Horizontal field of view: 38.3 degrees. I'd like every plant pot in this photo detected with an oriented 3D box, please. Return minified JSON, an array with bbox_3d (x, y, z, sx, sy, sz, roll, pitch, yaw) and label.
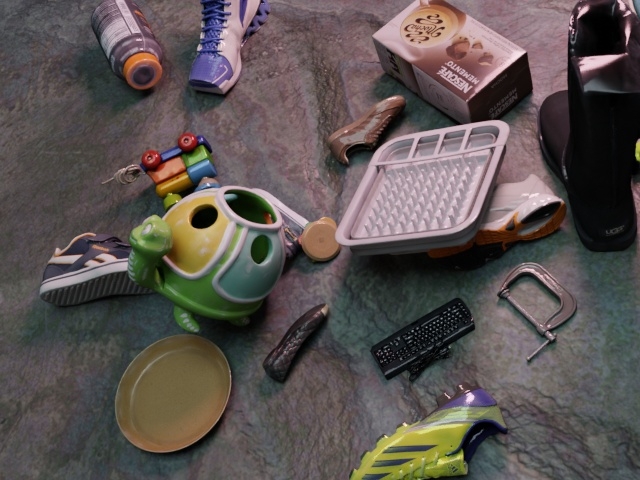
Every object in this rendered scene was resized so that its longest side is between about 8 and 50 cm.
[{"bbox_3d":[-0.274,0.290,1.741,0.237,0.032,0.236,-9,56,14],"label":"plant pot"}]

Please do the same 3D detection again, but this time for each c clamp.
[{"bbox_3d":[0.372,0.113,1.625,0.137,0.022,0.160,-34,55,-3],"label":"c clamp"}]

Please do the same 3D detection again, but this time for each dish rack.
[{"bbox_3d":[0.199,-0.087,1.714,0.286,0.072,0.332,-6,38,32],"label":"dish rack"}]

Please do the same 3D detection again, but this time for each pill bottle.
[{"bbox_3d":[-0.460,-0.470,2.227,0.131,0.130,0.245,-30,54,0],"label":"pill bottle"}]

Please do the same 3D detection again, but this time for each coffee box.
[{"bbox_3d":[0.271,-0.367,1.904,0.168,0.119,0.297,-39,54,-8],"label":"coffee box"}]

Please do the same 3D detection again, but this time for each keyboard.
[{"bbox_3d":[0.187,0.176,1.644,0.192,0.038,0.100,-31,54,0],"label":"keyboard"}]

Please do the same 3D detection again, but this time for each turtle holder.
[{"bbox_3d":[-0.212,0.008,1.709,0.227,0.320,0.243,-53,29,28],"label":"turtle holder"}]

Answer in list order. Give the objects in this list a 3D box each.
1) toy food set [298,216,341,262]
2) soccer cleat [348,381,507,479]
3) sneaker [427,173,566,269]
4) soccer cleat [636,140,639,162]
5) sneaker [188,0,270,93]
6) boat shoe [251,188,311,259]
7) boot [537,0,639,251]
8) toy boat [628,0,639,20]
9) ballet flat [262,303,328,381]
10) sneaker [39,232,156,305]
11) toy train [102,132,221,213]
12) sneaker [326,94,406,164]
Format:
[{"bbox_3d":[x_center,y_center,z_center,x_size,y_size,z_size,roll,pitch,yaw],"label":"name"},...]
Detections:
[{"bbox_3d":[0.000,0.000,1.809,0.083,0.020,0.083,-22,89,-11],"label":"toy food set"},{"bbox_3d":[0.174,0.350,1.506,0.289,0.093,0.121,-35,61,-3],"label":"soccer cleat"},{"bbox_3d":[0.312,-0.038,1.710,0.263,0.099,0.121,-20,44,0],"label":"sneaker"},{"bbox_3d":[0.650,-0.141,1.668,0.179,0.060,0.072,8,72,31],"label":"soccer cleat"},{"bbox_3d":[-0.238,-0.508,2.139,0.128,0.182,0.315,9,63,26],"label":"sneaker"},{"bbox_3d":[-0.101,-0.035,1.861,0.183,0.065,0.083,33,70,31],"label":"boat shoe"},{"bbox_3d":[0.449,-0.238,1.557,0.146,0.445,0.366,-18,55,8],"label":"boot"},{"bbox_3d":[0.649,-0.426,1.787,0.318,0.148,0.267,-24,54,4],"label":"toy boat"},{"bbox_3d":[-0.041,0.187,1.723,0.173,0.049,0.057,-49,14,-15],"label":"ballet flat"},{"bbox_3d":[-0.427,0.044,1.894,0.321,0.126,0.127,-8,60,15],"label":"sneaker"},{"bbox_3d":[-0.337,-0.115,1.986,0.248,0.105,0.143,-25,67,4],"label":"toy train"},{"bbox_3d":[0.108,-0.225,1.920,0.188,0.066,0.071,-33,71,4],"label":"sneaker"}]
